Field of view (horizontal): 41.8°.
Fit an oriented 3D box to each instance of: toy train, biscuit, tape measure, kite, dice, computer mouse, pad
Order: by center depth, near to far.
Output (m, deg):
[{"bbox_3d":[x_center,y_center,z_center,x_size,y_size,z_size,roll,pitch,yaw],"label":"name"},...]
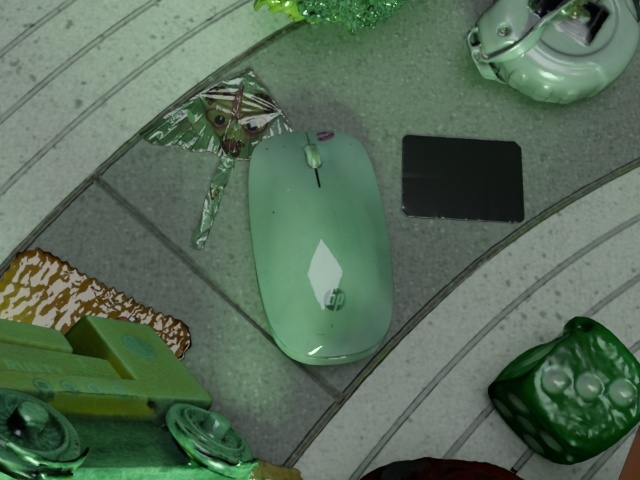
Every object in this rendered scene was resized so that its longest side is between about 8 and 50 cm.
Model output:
[{"bbox_3d":[-0.235,0.165,0.727,0.253,0.397,0.160,40,101,34],"label":"toy train"},{"bbox_3d":[0.275,0.168,0.930,0.128,0.131,0.120,-37,83,-16],"label":"dice"},{"bbox_3d":[-0.294,0.151,0.938,0.232,0.013,0.237,27,74,2],"label":"biscuit"},{"bbox_3d":[0.001,-0.001,0.967,0.159,0.097,0.288,-4,76,-6],"label":"computer mouse"},{"bbox_3d":[-0.113,-0.105,1.035,0.229,0.012,0.250,13,74,-1],"label":"kite"},{"bbox_3d":[0.180,-0.078,1.060,0.157,0.003,0.112,3,74,-5],"label":"pad"},{"bbox_3d":[0.308,-0.276,1.075,0.197,0.120,0.236,34,77,3],"label":"tape measure"}]

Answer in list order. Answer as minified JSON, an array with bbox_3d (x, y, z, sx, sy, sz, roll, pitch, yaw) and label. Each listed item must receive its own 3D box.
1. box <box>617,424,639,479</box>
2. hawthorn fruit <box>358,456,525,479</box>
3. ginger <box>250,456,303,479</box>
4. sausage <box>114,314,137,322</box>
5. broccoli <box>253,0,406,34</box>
[{"bbox_3d":[0.307,0.412,0.750,0.122,0.344,0.385,14,68,37],"label":"box"},{"bbox_3d":[0.103,0.358,0.793,0.295,0.295,0.311,4,97,-5],"label":"hawthorn fruit"},{"bbox_3d":[-0.097,0.268,0.893,0.165,0.067,0.096,14,50,-1],"label":"ginger"},{"bbox_3d":[-0.285,0.159,0.913,0.029,0.029,0.223,45,75,8],"label":"sausage"},{"bbox_3d":[-0.012,-0.426,1.033,0.397,0.275,0.353,29,29,-3],"label":"broccoli"}]
